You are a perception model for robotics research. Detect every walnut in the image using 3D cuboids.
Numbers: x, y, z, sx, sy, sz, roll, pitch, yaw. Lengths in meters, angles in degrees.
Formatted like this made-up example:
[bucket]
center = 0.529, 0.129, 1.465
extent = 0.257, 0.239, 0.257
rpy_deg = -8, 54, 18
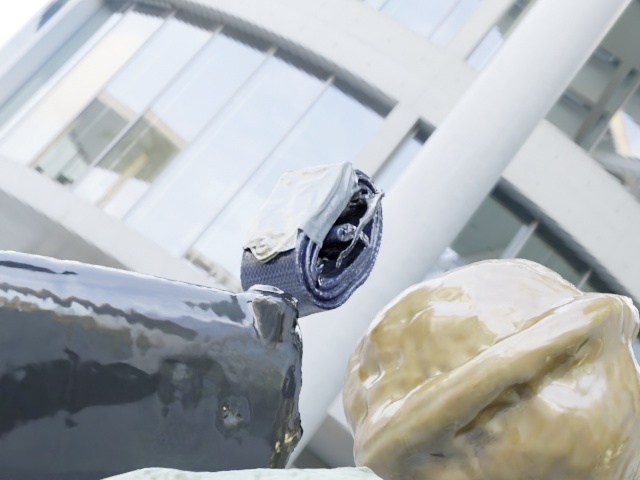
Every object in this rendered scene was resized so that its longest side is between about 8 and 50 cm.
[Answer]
[walnut]
center = 0.213, 0.206, 1.201
extent = 0.383, 0.383, 0.383
rpy_deg = 34, -20, 14

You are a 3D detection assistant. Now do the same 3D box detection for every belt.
[belt]
center = 0.000, 0.000, 1.236
extent = 0.126, 0.230, 0.139
rpy_deg = -13, -60, 36

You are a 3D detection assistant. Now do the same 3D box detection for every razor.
[razor]
center = -0.183, 0.117, 0.801
extent = 0.349, 0.204, 0.113
rpy_deg = 7, 4, -16

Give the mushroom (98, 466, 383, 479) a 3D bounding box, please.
[mushroom]
center = -0.109, 0.173, 0.497
extent = 0.087, 0.333, 0.107
rpy_deg = 34, -42, 59
